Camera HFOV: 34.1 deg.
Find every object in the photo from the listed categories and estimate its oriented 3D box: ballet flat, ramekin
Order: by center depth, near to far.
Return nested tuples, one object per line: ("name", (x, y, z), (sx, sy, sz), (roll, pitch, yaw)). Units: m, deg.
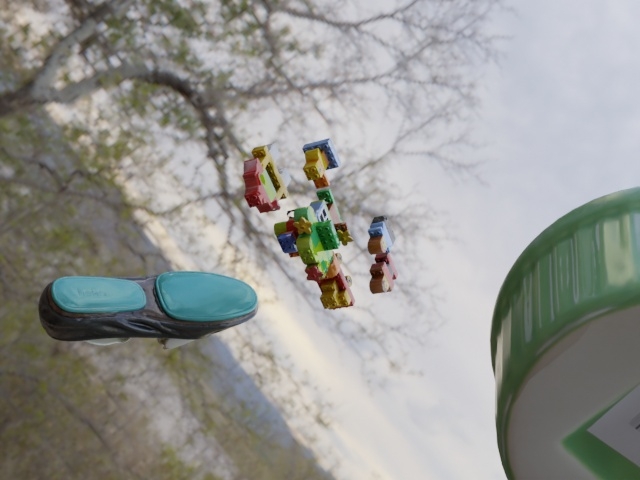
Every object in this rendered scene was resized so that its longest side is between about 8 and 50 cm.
("ramekin", (0.278, 0.121, 0.813), (0.303, 0.303, 0.148), (55, 26, -14))
("ballet flat", (-0.221, 0.090, 1.336), (0.096, 0.280, 0.095), (117, -33, -42))

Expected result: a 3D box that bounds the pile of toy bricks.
("pile of toy bricks", (0.000, 0.000, 1.093), (0.118, 0.105, 0.212), (-11, -61, 25))
